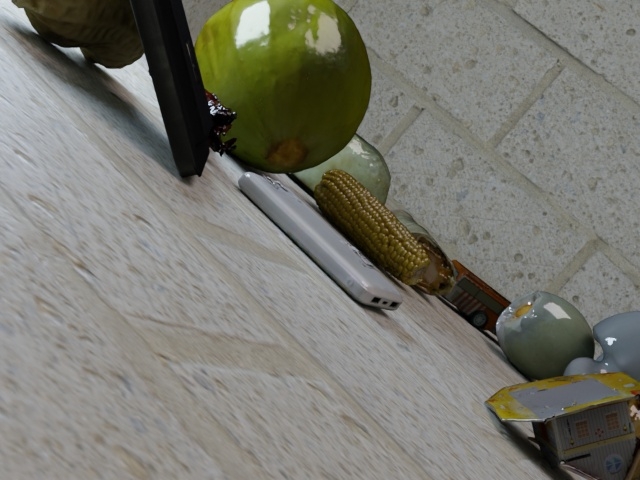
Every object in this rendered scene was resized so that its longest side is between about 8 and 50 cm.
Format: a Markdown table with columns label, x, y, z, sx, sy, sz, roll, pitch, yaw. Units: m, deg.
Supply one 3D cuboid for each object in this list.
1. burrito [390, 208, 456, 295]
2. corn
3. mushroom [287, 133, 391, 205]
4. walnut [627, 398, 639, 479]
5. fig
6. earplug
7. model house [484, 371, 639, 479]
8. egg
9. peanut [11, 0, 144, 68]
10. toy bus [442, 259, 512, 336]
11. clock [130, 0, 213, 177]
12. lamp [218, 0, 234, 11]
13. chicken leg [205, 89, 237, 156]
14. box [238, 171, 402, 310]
| label | x | y | z | sx | sy | sz | roll | pitch | yaw |
| --- | --- | --- | --- | --- | --- | --- | --- | --- | --- |
| burrito | 0.189 | 0.017 | 2.270 | 0.143 | 0.105 | 0.299 | 43 | 4 | -17 |
| corn | 0.089 | -0.035 | 2.087 | 0.310 | 0.101 | 0.101 | 46 | 9 | 30 |
| mushroom | 0.037 | -0.162 | 2.326 | 0.267 | 0.164 | 0.189 | 42 | 6 | 12 |
| walnut | 0.478 | 0.316 | 1.756 | 0.155 | 0.155 | 0.184 | 41 | 12 | 6 |
| fig | -0.063 | -0.268 | 1.897 | 0.343 | 0.343 | 0.343 | 40 | 7 | -6 |
| earplug | 0.602 | 0.282 | 2.164 | 0.214 | 0.325 | 0.175 | 46 | -31 | -19 |
| model house | 0.351 | 0.275 | 1.510 | 0.219 | 0.208 | 0.135 | -165 | -119 | -83 |
| egg | 0.488 | 0.217 | 2.301 | 0.217 | 0.183 | 0.183 | 47 | 5 | -12 |
| peanut | -0.321 | -0.325 | 1.502 | 0.140 | 0.153 | 0.325 | 45 | -1 | 15 |
| toy bus | 0.423 | 0.191 | 2.469 | 0.409 | 0.092 | 0.093 | 36 | 11 | -26 |
| clock | -0.189 | -0.230 | 1.408 | 0.273 | 0.049 | 0.278 | -105 | -178 | -76 |
| lamp | -0.131 | -0.369 | 2.303 | 0.303 | 0.257 | 0.303 | 162 | -90 | -73 |
| chicken leg | -0.179 | -0.187 | 1.662 | 0.234 | 0.063 | 0.105 | -147 | -142 | -68 |
| box | 0.000 | 0.000 | 1.598 | 0.285 | 0.044 | 0.142 | 44 | 10 | 26 |
